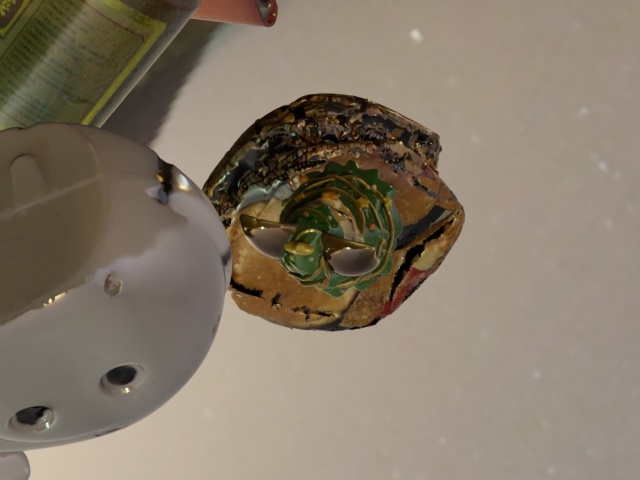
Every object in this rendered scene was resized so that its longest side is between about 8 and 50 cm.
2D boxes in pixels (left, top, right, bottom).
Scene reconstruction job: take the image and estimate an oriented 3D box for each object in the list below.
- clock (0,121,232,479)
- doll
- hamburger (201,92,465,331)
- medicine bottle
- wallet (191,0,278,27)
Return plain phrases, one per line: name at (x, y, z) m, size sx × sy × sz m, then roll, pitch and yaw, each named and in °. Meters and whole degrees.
clock at (-0.105, 0.040, 0.530) m, size 0.176 × 0.117 × 0.080 m, roll -23°, pitch -130°, yaw 1°
doll at (-0.001, 0.009, 0.978) m, size 0.113 × 0.078 × 0.076 m, roll -53°, pitch 154°, yaw -61°
hamburger at (0.005, -0.022, 1.450) m, size 0.231 × 0.231 × 0.107 m, roll -37°, pitch -133°, yaw 27°
medicine bottle at (-0.198, -0.204, 1.486) m, size 0.322 × 0.151 × 0.151 m, roll -48°, pitch -175°, yaw 20°
wallet at (-0.152, -0.279, 1.759) m, size 0.204 × 0.142 × 0.045 m, roll 10°, pitch -122°, yaw 23°
